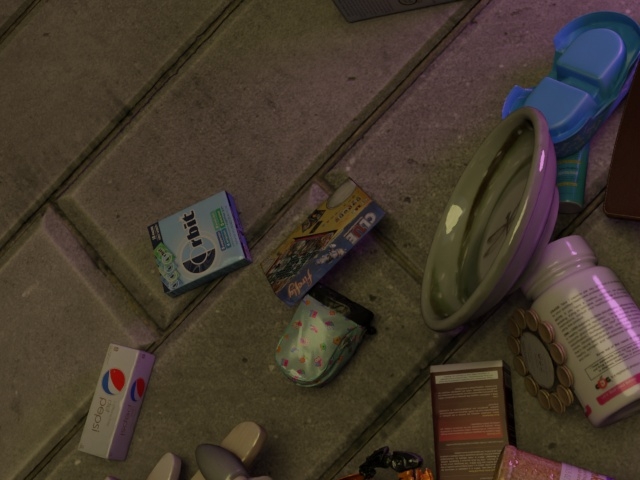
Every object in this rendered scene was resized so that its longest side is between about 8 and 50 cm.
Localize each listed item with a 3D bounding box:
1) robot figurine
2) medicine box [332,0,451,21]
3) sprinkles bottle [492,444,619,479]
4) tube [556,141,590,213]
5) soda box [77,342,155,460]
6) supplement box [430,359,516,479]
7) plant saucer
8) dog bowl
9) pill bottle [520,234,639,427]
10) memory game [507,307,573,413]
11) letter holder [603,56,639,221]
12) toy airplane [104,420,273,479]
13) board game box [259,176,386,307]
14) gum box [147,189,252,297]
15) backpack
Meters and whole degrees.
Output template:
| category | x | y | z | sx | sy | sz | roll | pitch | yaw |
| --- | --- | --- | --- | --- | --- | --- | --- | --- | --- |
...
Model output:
| category | x | y | z | sx | sy | sz | roll | pitch | yaw |
| --- | --- | --- | --- | --- | --- | --- | --- | --- | --- |
| robot figurine | 0.088 | 0.466 | 1.607 | 0.291 | 0.085 | 0.211 | -28 | 65 | 29 |
| medicine box | 0.161 | -0.607 | 1.919 | 0.290 | 0.149 | 0.263 | -8 | 71 | 20 |
| sprinkles bottle | 0.435 | 0.418 | 1.463 | 0.356 | 0.121 | 0.121 | 15 | 80 | 11 |
| tube | 0.446 | -0.151 | 1.725 | 0.080 | 0.052 | 0.207 | 2 | 68 | 16 |
| soda box | -0.397 | 0.316 | 1.891 | 0.074 | 0.069 | 0.216 | 10 | 78 | 23 |
| supplement box | 0.260 | 0.328 | 1.628 | 0.130 | 0.073 | 0.239 | -7 | 71 | 20 |
| plant saucer | 0.297 | -0.021 | 1.600 | 0.101 | 0.400 | 0.400 | 23 | 82 | -8 |
| dog bowl | 0.453 | -0.270 | 1.717 | 0.166 | 0.074 | 0.297 | 34 | 81 | 40 |
| pill bottle | 0.440 | 0.143 | 1.567 | 0.160 | 0.160 | 0.283 | -31 | 65 | 10 |
| memory game | 0.359 | 0.196 | 1.583 | 0.012 | 0.186 | 0.186 | -20 | 64 | -16 |
| letter holder | 0.608 | -0.162 | 1.590 | 0.152 | 0.214 | 0.301 | 13 | 92 | -20 |
| toy airplane | -0.250 | 0.523 | 1.655 | 0.385 | 0.272 | 0.385 | -13 | 70 | 18 |
| board game box | 0.000 | 0.000 | 1.797 | 0.243 | 0.042 | 0.165 | -44 | 23 | 4 |
| gum box | -0.244 | 0.008 | 1.943 | 0.185 | 0.041 | 0.156 | -24 | 67 | 12 |
| backpack | -0.005 | 0.177 | 1.757 | 0.152 | 0.115 | 0.182 | 29 | 88 | 24 |
